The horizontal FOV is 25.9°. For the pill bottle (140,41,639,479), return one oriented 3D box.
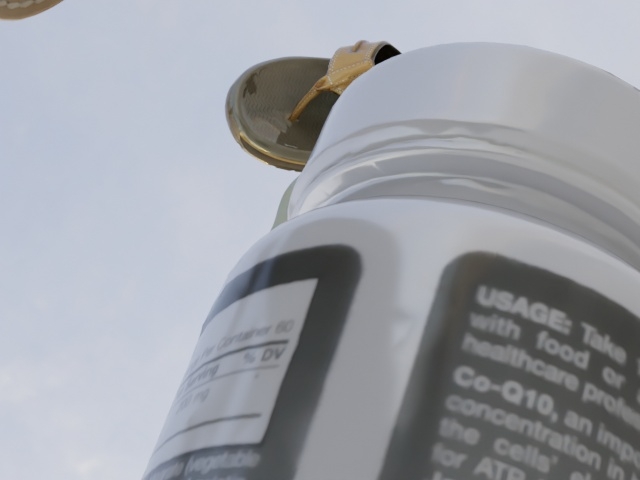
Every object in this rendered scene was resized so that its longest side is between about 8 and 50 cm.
[{"bbox_3d":[0.026,0.092,0.387,0.161,0.161,0.283,61,-141,-43],"label":"pill bottle"}]

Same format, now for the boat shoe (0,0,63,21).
[{"bbox_3d":[-0.085,-0.131,0.340,0.122,0.110,0.341,-49,-9,-12],"label":"boat shoe"}]

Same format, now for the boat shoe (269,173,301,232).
[{"bbox_3d":[-0.002,0.000,0.788,0.042,0.048,0.133,78,-150,-42],"label":"boat shoe"}]

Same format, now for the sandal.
[{"bbox_3d":[0.036,-0.078,0.739,0.180,0.072,0.049,-2,-34,-21],"label":"sandal"}]
